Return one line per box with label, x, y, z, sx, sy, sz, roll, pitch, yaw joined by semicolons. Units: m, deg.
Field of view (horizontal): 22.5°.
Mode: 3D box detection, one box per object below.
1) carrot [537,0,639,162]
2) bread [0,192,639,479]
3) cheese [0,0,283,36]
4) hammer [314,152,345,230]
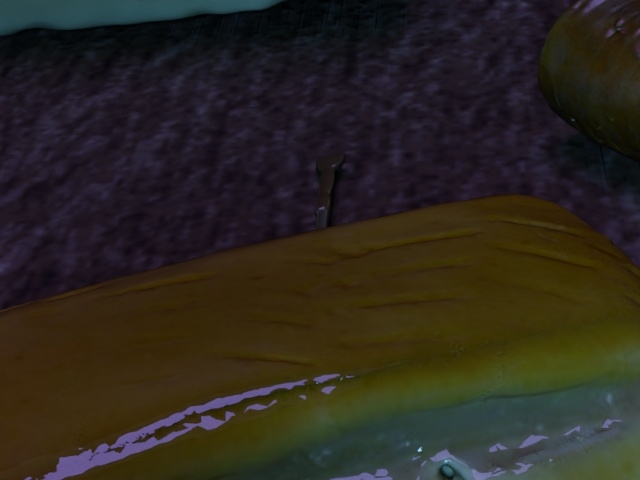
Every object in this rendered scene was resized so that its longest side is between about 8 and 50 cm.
carrot;0.143;-0.017;0.465;0.057;0.057;0.224;-17;34;-19
bread;-0.001;0.046;0.360;0.200;0.077;0.116;-14;21;-14
cheese;-0.091;-0.208;0.729;0.265;0.124;0.242;-4;42;11
hammer;0.000;0.000;0.503;0.029;0.014;0.123;4;26;1
